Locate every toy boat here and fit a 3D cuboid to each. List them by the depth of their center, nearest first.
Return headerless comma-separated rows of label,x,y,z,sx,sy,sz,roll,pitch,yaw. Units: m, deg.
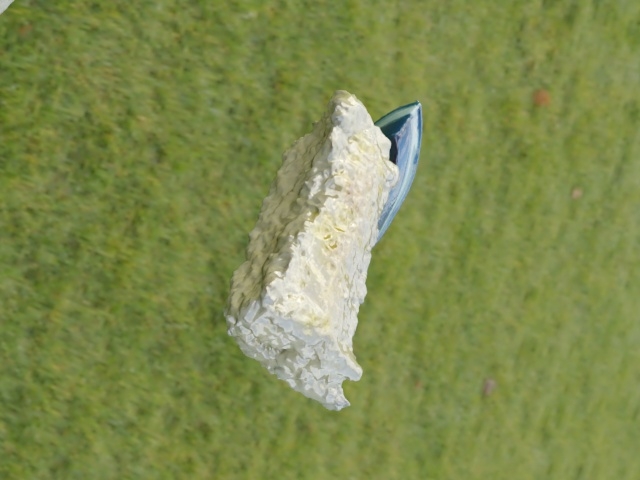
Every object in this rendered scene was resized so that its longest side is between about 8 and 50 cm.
toy boat,0.043,-0.048,1.505,0.062,0.096,0.299,-47,171,-52

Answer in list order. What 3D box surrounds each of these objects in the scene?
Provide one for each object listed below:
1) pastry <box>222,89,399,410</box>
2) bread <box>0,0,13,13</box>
pastry,-0.003,-0.002,1.006,0.121,0.089,0.258,54,37,-42
bread,-0.339,-0.256,1.041,0.134,0.148,0.141,-63,163,-9
